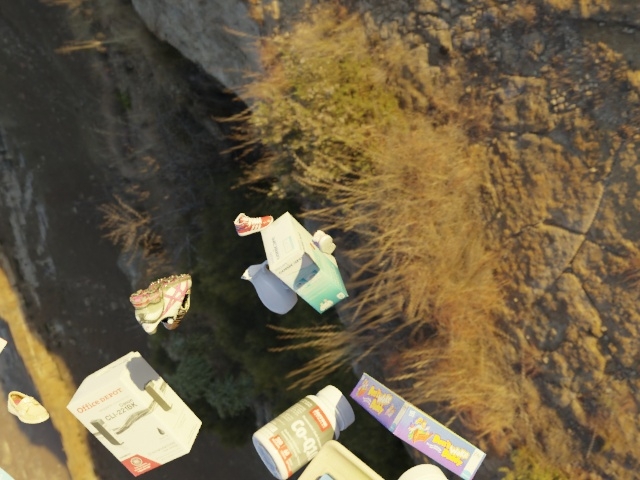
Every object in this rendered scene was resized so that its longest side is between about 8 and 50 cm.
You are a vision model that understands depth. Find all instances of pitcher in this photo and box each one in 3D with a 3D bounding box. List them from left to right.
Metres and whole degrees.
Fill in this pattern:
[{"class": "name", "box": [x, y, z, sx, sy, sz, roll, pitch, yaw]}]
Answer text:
[{"class": "pitcher", "box": [-0.169, 0.167, 2.341, 0.207, 0.125, 0.178, 47, 138, -13]}]

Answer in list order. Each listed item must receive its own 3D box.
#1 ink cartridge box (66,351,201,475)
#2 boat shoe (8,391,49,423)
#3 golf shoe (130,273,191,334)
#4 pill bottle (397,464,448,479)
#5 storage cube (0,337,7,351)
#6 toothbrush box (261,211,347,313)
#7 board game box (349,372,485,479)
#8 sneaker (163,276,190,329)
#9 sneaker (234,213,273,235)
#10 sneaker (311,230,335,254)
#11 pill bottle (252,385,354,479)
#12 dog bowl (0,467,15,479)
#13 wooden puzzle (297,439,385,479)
[{"class": "ink cartridge box", "box": [-0.475, 0.447, 1.621, 0.197, 0.114, 0.273, -29, 108, 20]}, {"class": "boat shoe", "box": [-0.876, 0.494, 1.877, 0.170, 0.063, 0.059, 9, 111, 30]}, {"class": "golf shoe", "box": [-0.310, 0.122, 1.251, 0.067, 0.186, 0.086, -9, 102, 20]}, {"class": "pill bottle", "box": [0.266, 0.617, 1.306, 0.301, 0.169, 0.169, -126, 30, -59]}, {"class": "storage cube", "box": [-1.136, 0.350, 1.968, 0.193, 0.215, 0.184, -7, 139, 49]}, {"class": "toothbrush box", "box": [-0.057, 0.078, 2.169, 0.295, 0.126, 0.216, 44, -163, -36]}, {"class": "board game box", "box": [0.236, 0.469, 1.621, 0.233, 0.078, 0.347, 35, 172, -12]}, {"class": "sneaker", "box": [-0.433, 0.204, 1.898, 0.071, 0.066, 0.188, 46, 130, 44]}, {"class": "sneaker", "box": [-0.210, -0.060, 1.959, 0.067, 0.118, 0.042, 70, 177, -49]}, {"class": "sneaker", "box": [0.000, 0.000, 1.882, 0.070, 0.051, 0.134, 41, 178, 16]}, {"class": "pill bottle", "box": [-0.046, 0.568, 1.890, 0.161, 0.283, 0.161, 41, 148, 33]}, {"class": "dog bowl", "box": [-0.898, 0.662, 1.707, 0.297, 0.074, 0.166, -11, 120, 45]}, {"class": "wooden puzzle", "box": [0.035, 0.610, 1.180, 0.322, 0.348, 0.080, 35, 172, 19]}]
